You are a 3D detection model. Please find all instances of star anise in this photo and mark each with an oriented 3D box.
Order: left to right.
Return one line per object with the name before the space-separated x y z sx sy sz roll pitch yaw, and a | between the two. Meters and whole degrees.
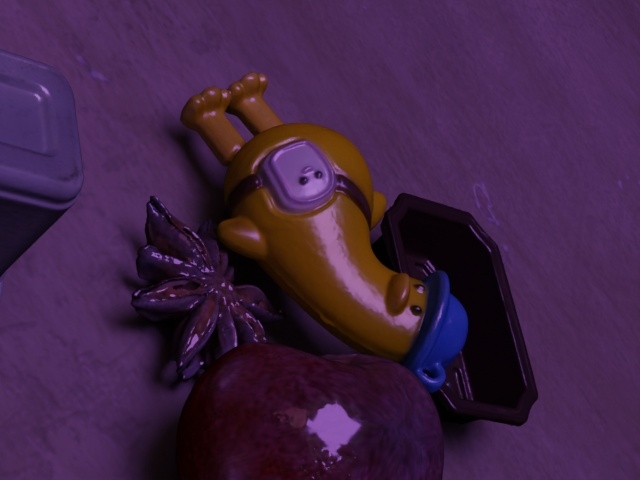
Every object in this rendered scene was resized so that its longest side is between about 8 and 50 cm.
star anise | -0.105 0.052 1.357 0.195 0.065 0.182 18 47 -41

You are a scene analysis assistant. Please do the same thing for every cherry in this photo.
cherry | -0.014 0.202 1.247 0.239 0.206 0.239 -17 115 -42

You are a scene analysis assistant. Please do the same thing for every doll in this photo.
doll | 0.000 0.000 1.428 0.199 0.145 0.363 -25 70 -37

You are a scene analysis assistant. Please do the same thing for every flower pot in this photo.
flower pot | 0.121 0.085 1.566 0.179 0.084 0.251 14 53 -41

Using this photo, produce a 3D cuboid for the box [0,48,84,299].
box | -0.329 -0.066 1.092 0.312 0.182 0.175 16 53 -42
